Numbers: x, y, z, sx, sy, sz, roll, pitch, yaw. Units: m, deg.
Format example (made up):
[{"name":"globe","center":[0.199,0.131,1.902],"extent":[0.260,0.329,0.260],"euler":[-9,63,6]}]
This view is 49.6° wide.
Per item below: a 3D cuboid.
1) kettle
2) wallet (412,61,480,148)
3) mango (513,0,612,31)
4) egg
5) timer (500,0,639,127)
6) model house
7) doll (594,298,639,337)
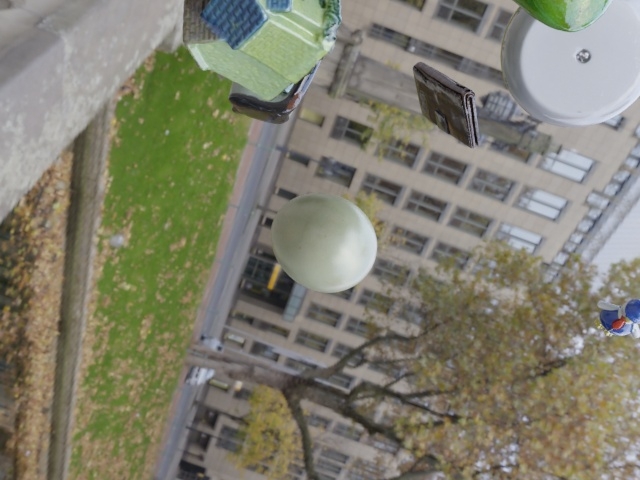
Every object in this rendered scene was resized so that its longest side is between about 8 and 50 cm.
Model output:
[{"name":"kettle","center":[-0.084,-0.392,1.524],"extent":[0.240,0.165,0.255],"euler":[11,-104,49]},{"name":"wallet","center":[0.253,-0.277,1.397],"extent":[0.230,0.042,0.124],"euler":[-127,-165,-56]},{"name":"mango","center":[0.274,-0.453,0.954],"extent":[0.201,0.225,0.381],"euler":[-43,-111,53]},{"name":"egg","center":[0.000,0.000,1.356],"extent":[0.254,0.189,0.188],"euler":[26,-82,50]},{"name":"timer","center":[0.461,-0.350,1.273],"extent":[0.285,0.285,0.285],"euler":[-160,-90,-88]},{"name":"model house","center":[-0.100,-0.356,1.060],"extent":[0.214,0.189,0.194],"euler":[-24,-119,52]},{"name":"doll","center":[0.572,0.143,1.303],"extent":[0.057,0.099,0.143],"euler":[-46,173,-23]}]
